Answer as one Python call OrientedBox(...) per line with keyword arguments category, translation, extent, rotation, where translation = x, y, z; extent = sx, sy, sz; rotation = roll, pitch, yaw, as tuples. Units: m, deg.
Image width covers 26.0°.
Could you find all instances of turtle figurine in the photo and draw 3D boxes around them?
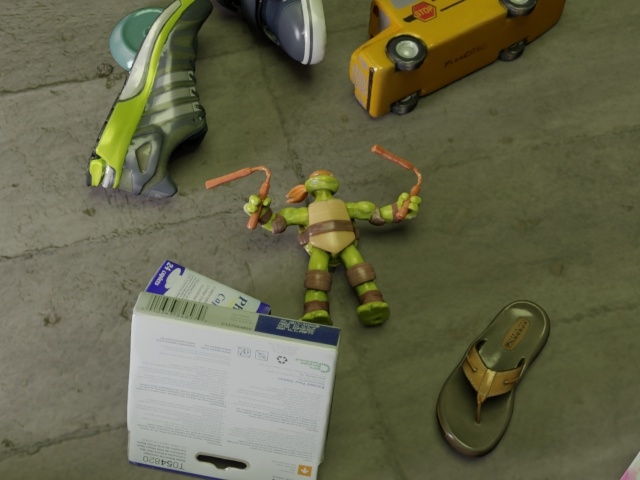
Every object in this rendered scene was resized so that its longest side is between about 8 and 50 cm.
OrientedBox(category="turtle figurine", translation=(0.000, 0.000, 1.673), extent=(0.270, 0.087, 0.217), rotation=(-2, 66, -14))

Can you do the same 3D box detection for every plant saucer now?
OrientedBox(category="plant saucer", translation=(-0.225, -0.274, 1.866), extent=(0.119, 0.021, 0.119), rotation=(1, 58, -2))

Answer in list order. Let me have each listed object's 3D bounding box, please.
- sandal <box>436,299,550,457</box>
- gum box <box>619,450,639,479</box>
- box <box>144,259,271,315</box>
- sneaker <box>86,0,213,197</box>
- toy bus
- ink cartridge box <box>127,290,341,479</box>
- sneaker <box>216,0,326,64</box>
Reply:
OrientedBox(category="sandal", translation=(0.205, 0.150, 1.607), extent=(0.090, 0.060, 0.219), rotation=(30, 62, 15))
OrientedBox(category="gum box", translation=(0.411, 0.256, 1.551), extent=(0.107, 0.062, 0.188), rotation=(34, 63, 17))
OrientedBox(category="box", translation=(-0.132, 0.106, 1.578), extent=(0.137, 0.126, 0.072), rotation=(23, 58, 11))
OrientedBox(category="sneaker", translation=(-0.194, -0.180, 1.768), extent=(0.121, 0.111, 0.300), rotation=(24, 70, -9))
OrientedBox(category="toy bus", translation=(0.181, -0.293, 1.847), extent=(0.333, 0.108, 0.130), rotation=(-27, 63, -18))
OrientedBox(category="ink cartridge box", translation=(-0.097, 0.170, 1.504), extent=(0.223, 0.224, 0.045), rotation=(11, 36, 3))
OrientedBox(category="sneaker", translation=(-0.087, -0.346, 1.860), extent=(0.127, 0.126, 0.321), rotation=(-11, 49, -14))
